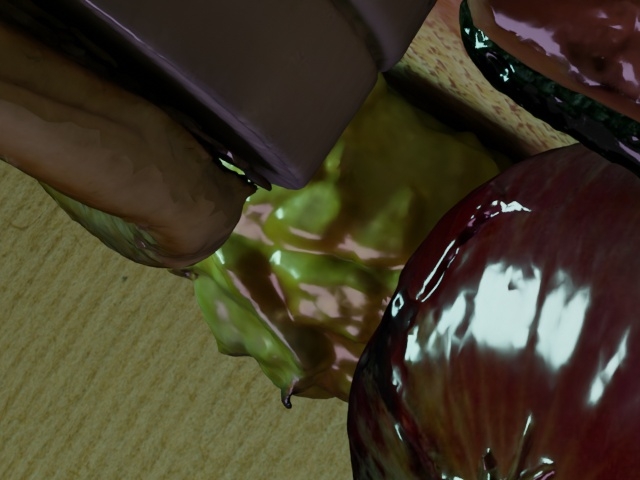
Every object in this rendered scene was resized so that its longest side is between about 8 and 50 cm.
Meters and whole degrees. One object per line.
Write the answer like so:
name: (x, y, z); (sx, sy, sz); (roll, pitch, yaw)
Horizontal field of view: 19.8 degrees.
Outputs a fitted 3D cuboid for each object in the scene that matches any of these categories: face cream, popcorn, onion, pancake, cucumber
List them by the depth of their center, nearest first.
face cream: (-0.034, -0.122, 0.481); (0.177, 0.153, 0.177); (35, 175, 3)
pancake: (-0.142, -0.075, 0.490); (0.282, 0.049, 0.282); (31, 176, 3)
cucumber: (0.139, -0.043, 0.698); (0.214, 0.052, 0.058); (33, -158, 21)
onion: (0.179, 0.121, 0.832); (0.285, 0.347, 0.347); (-12, -159, -30)
popcorn: (0.000, 0.000, 1.075); (0.266, 0.192, 0.233); (13, 161, 19)

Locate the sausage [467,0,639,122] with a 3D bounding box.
sausage: (0.176, -0.020, 0.585); (0.304, 0.078, 0.078); (34, 174, -19)
